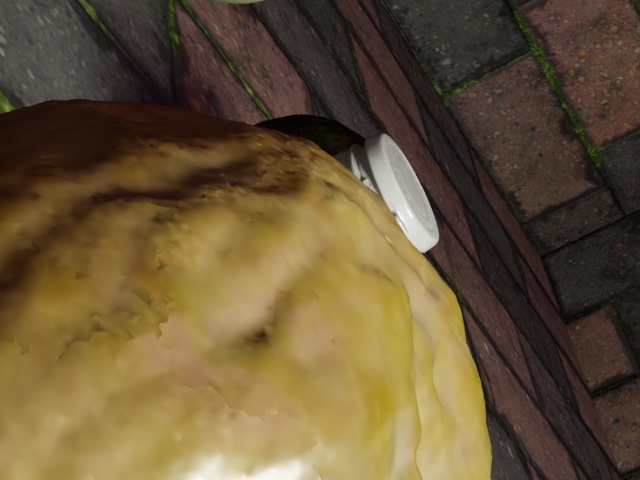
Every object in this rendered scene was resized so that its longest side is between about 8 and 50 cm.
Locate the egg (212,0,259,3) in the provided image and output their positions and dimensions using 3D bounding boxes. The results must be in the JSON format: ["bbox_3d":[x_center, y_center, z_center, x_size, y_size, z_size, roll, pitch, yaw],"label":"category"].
[{"bbox_3d":[-0.110,-0.369,1.353,0.269,0.219,0.219,53,10,22],"label":"egg"}]

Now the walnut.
[{"bbox_3d":[-0.084,0.105,0.470,0.344,0.306,0.306,-22,86,-61],"label":"walnut"}]

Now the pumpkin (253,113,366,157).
[{"bbox_3d":[0.002,-0.002,1.161,0.238,0.159,0.238,58,-13,22],"label":"pumpkin"}]

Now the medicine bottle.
[{"bbox_3d":[-0.027,0.008,0.981,0.135,0.215,0.135,56,16,-26],"label":"medicine bottle"}]
